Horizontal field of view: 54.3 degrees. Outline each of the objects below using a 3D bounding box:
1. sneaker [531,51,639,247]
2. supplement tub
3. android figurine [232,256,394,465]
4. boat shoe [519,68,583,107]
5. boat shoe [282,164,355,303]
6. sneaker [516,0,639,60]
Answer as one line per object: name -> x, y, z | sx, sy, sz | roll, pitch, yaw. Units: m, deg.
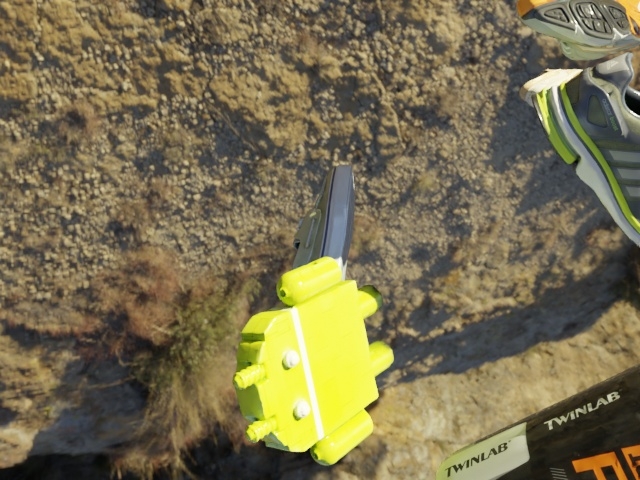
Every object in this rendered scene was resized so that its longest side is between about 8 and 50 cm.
sneaker -> 0.384, -0.090, 0.732 | 0.300, 0.111, 0.121 | 39, 132, -19
supplement tub -> 0.285, 0.218, 0.527 | 0.338, 0.207, 0.207 | -36, 141, 23
android figurine -> -0.004, 0.152, 0.776 | 0.056, 0.248, 0.273 | -5, -171, 40
boat shoe -> 0.397, -0.268, 1.070 | 0.170, 0.059, 0.063 | -28, 145, -43
boat shoe -> 0.000, 0.000, 1.052 | 0.094, 0.302, 0.109 | 5, 153, 10
sneaker -> 0.326, -0.264, 0.776 | 0.262, 0.099, 0.121 | -7, 170, -30
